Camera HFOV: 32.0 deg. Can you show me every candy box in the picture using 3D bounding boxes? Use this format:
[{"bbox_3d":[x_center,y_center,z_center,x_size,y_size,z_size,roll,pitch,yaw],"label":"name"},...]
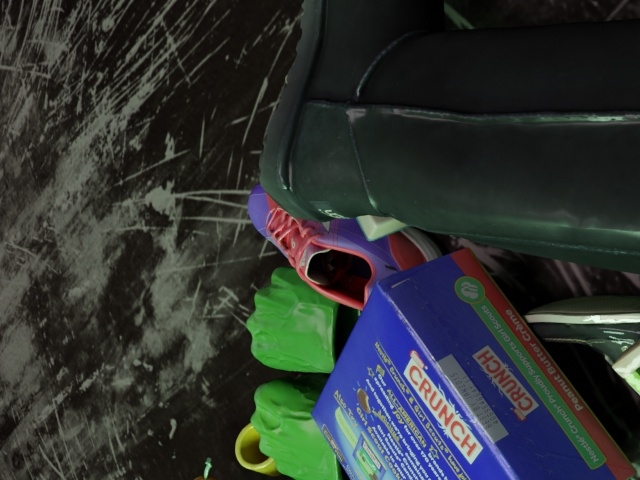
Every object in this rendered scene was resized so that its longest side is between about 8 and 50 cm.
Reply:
[{"bbox_3d":[0.132,0.201,1.134,0.268,0.122,0.317,57,154,21],"label":"candy box"}]

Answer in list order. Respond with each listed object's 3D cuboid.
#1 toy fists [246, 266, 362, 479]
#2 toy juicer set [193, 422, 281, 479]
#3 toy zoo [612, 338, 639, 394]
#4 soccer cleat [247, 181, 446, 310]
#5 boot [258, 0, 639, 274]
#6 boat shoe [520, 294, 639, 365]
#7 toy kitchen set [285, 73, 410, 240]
[{"bbox_3d":[-0.016,0.167,1.378,0.142,0.096,0.279,9,110,33],"label":"toy fists"},{"bbox_3d":[-0.090,0.404,1.415,0.209,0.089,0.329,-32,52,8],"label":"toy juicer set"},{"bbox_3d":[0.394,0.153,0.861,0.293,0.030,0.192,46,132,7],"label":"toy zoo"},{"bbox_3d":[0.000,0.000,1.282,0.318,0.116,0.108,28,123,43],"label":"soccer cleat"},{"bbox_3d":[0.174,-0.169,0.947,0.445,0.146,0.366,8,82,46],"label":"boot"},{"bbox_3d":[0.276,0.090,0.999,0.233,0.084,0.079,1,102,48],"label":"boat shoe"},{"bbox_3d":[0.053,-0.089,1.223,0.207,0.122,0.166,64,162,18],"label":"toy kitchen set"}]
